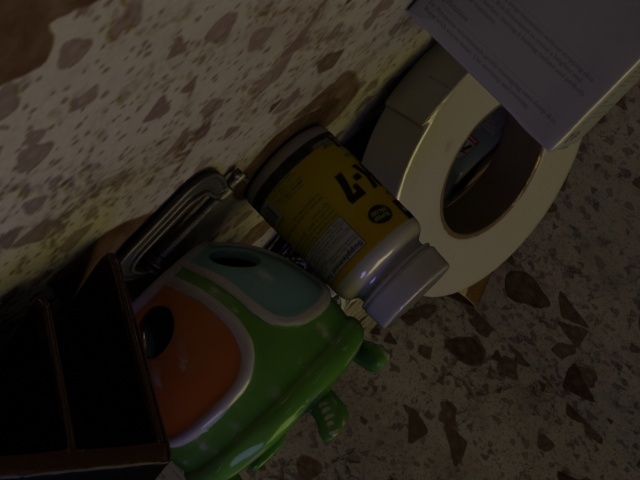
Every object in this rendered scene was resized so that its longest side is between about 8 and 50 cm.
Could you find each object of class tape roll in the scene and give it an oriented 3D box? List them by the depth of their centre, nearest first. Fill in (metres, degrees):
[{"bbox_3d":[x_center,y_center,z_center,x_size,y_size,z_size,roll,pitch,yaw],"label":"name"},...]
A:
[{"bbox_3d":[0.202,-0.108,1.478,0.392,0.072,0.392,-30,139,-30],"label":"tape roll"}]

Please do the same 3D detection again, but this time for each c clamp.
[{"bbox_3d":[-0.131,-0.015,1.099,0.160,0.022,0.137,-44,171,-3],"label":"c clamp"}]

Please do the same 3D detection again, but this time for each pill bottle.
[{"bbox_3d":[0.031,-0.013,1.223,0.119,0.208,0.119,-43,171,-8],"label":"pill bottle"}]

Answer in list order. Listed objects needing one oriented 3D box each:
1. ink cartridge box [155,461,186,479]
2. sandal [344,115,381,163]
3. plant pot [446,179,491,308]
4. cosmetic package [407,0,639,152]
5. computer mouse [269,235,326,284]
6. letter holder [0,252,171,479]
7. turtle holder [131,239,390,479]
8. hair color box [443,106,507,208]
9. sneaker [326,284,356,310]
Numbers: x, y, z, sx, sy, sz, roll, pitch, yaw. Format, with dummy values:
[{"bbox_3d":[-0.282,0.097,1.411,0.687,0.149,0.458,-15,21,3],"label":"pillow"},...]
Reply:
[{"bbox_3d":[-0.198,0.246,1.496,0.232,0.171,0.168,-39,170,-32],"label":"ink cartridge box"},{"bbox_3d":[0.066,-0.105,1.441,0.254,0.054,0.097,-40,169,-27],"label":"sandal"},{"bbox_3d":[0.232,-0.050,1.991,0.254,0.237,0.237,-59,172,-5],"label":"plant pot"},{"bbox_3d":[0.299,-0.296,1.128,0.385,0.217,0.156,-45,171,20],"label":"cosmetic package"},{"bbox_3d":[0.000,0.000,1.614,0.188,0.072,0.272,-46,159,20],"label":"computer mouse"},{"bbox_3d":[-0.268,0.164,0.995,0.152,0.214,0.302,1,146,-30],"label":"letter holder"},{"bbox_3d":[-0.072,0.106,1.206,0.243,0.227,0.320,-42,-178,46],"label":"turtle holder"},{"bbox_3d":[0.277,-0.214,1.693,0.374,0.113,0.185,-41,170,-17],"label":"hair color box"},{"bbox_3d":[0.043,0.065,1.979,0.153,0.094,0.235,-44,171,-10],"label":"sneaker"}]
